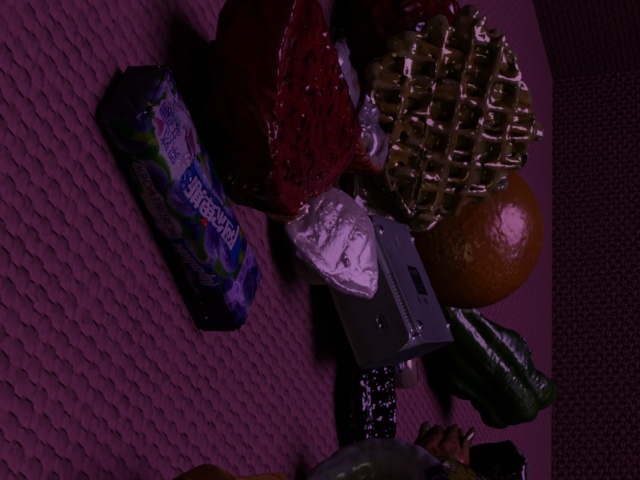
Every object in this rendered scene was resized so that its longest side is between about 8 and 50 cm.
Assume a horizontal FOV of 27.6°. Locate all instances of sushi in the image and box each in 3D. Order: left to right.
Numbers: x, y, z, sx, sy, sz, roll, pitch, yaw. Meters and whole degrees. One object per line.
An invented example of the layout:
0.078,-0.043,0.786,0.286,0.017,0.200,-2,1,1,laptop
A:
0.002,-0.180,1.715,0.332,0.124,0.130,61,32,-53,sushi
0.331,0.545,2.482,0.196,0.181,0.343,-48,131,-73,sushi

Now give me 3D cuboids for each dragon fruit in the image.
-0.075,-0.141,1.469,0.317,0.152,0.205,69,36,-58,dragon fruit

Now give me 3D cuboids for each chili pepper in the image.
0.287,0.209,2.446,0.167,0.213,0.385,-44,119,-11,chili pepper

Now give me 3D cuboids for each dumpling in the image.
0.000,-0.001,1.714,0.150,0.092,0.176,-11,91,-49,dumpling

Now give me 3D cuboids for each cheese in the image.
0.128,0.198,2.088,0.171,0.047,0.092,-79,156,-73,cheese

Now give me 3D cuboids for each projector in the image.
0.096,0.073,1.885,0.198,0.108,0.250,68,16,11,projector

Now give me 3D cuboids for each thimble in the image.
0.068,0.376,1.647,0.237,0.237,0.150,-75,149,-47,thimble

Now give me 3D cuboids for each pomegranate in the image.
0.149,0.384,1.906,0.204,0.222,0.277,11,56,-36,pomegranate

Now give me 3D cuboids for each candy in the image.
-0.138,-0.039,1.348,0.088,0.061,0.312,-73,153,-43,candy

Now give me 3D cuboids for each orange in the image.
0.248,-0.017,2.212,0.274,0.274,0.274,-5,90,-72,orange

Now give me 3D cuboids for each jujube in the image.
0.135,-0.315,2.060,0.232,0.213,0.213,-74,153,-45,jujube

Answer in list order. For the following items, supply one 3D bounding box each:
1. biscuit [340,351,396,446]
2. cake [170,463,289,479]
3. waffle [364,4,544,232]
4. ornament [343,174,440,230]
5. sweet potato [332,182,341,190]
0.073,0.248,1.943,0.194,0.053,0.195,-5,90,-73,biscuit
-0.079,0.332,1.149,0.222,0.286,0.227,-60,161,4,cake
0.192,-0.181,1.961,0.317,0.297,0.073,58,-10,-30,waffle
0.100,-0.080,2.015,0.180,0.059,0.201,-48,113,-21,ornament
0.005,-0.066,1.839,0.117,0.049,0.049,-89,165,-52,sweet potato
